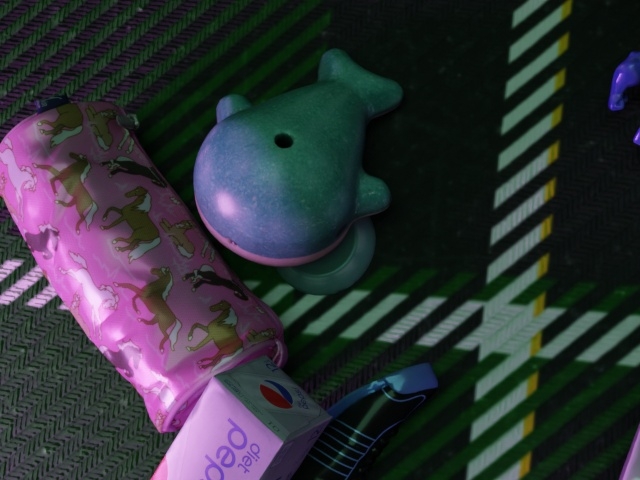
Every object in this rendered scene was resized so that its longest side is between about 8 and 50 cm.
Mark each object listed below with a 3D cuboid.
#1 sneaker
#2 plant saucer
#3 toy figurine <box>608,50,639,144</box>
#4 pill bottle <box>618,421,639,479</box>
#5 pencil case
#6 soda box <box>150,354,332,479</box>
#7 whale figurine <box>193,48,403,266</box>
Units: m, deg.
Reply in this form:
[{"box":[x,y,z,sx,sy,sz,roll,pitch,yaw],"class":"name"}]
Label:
[{"box":[0.031,0.213,1.174,0.232,0.081,0.090,-32,75,11],"class":"sneaker"},{"box":[0.000,0.000,1.258,0.119,0.021,0.119,-3,76,13],"class":"plant saucer"},{"box":[0.427,-0.139,1.159,0.363,0.191,0.217,26,114,11],"class":"toy figurine"},{"box":[0.445,0.284,0.977,0.392,0.224,0.224,19,82,16],"class":"pill bottle"},{"box":[-0.195,0.021,1.231,0.386,0.160,0.167,53,128,18],"class":"pencil case"},{"box":[-0.110,0.253,1.126,0.098,0.091,0.286,41,116,19],"class":"soda box"},{"box":[-0.015,-0.104,1.204,0.216,0.141,0.272,33,66,11],"class":"whale figurine"}]
